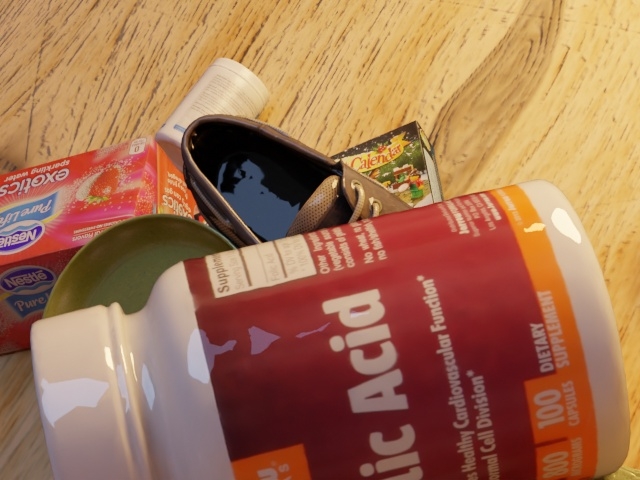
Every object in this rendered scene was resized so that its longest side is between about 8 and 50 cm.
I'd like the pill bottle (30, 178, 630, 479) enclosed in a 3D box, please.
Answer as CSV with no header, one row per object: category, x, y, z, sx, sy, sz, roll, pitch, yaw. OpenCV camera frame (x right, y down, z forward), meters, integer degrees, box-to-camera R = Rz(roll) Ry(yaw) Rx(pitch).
pill bottle,0.004,0.104,1.343,0.392,0.224,0.224,-14,42,-4

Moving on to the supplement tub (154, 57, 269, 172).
supplement tub,-0.107,-0.119,1.846,0.071,0.071,0.107,18,63,43

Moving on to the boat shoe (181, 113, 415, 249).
boat shoe,0.014,0.006,1.541,0.355,0.130,0.132,29,86,27

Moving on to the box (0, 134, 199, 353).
box,-0.248,0.009,1.778,0.257,0.122,0.128,-13,46,24

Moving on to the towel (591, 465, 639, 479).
towel,0.211,0.228,1.339,0.110,0.027,0.148,18,62,42

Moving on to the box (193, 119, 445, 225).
box,0.000,0.000,1.681,0.233,0.044,0.159,-23,43,14

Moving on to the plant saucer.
plant saucer,-0.138,0.098,1.621,0.241,0.037,0.241,-4,81,27
